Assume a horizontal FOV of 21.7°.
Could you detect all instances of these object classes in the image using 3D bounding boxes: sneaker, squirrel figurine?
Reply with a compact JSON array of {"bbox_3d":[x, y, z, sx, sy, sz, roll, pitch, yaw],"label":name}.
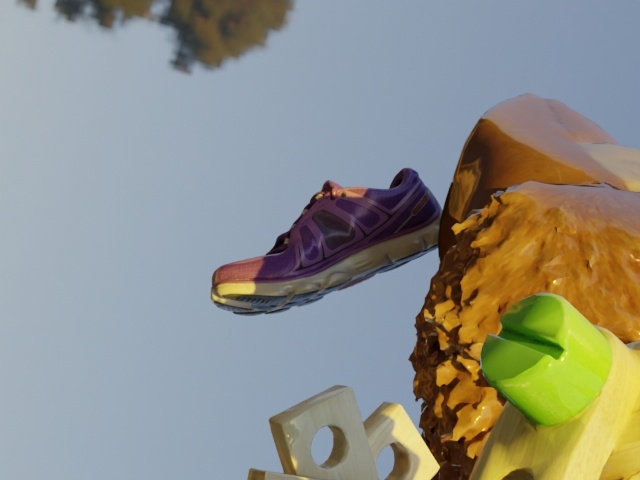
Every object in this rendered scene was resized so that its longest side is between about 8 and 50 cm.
[{"bbox_3d":[0.000,0.000,1.085,0.071,0.170,0.068,66,-25,6],"label":"sneaker"},{"bbox_3d":[0.149,0.143,0.986,0.397,0.281,0.370,-25,133,-65],"label":"squirrel figurine"}]

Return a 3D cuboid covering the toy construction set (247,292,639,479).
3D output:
[{"bbox_3d":[0.025,0.108,0.495,0.215,0.151,0.327,-60,-164,-18],"label":"toy construction set"}]
